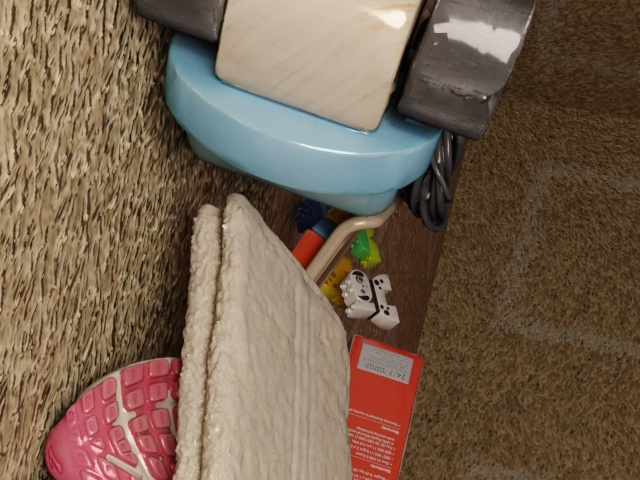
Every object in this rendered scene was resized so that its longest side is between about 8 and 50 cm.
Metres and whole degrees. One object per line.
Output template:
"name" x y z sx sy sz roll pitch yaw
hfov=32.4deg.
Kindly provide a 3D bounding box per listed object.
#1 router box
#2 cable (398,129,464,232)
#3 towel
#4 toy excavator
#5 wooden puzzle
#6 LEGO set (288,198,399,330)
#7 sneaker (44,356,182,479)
"router box" -0.002 0.309 1.222 0.335 0.082 0.301 117 -9 -58
"cable" 0.108 -0.089 0.923 0.184 0.047 0.151 -77 -172 -66
"towel" -0.036 0.122 0.741 0.187 0.049 0.282 52 28 -43
"toy excavator" 0.005 -0.130 0.870 0.445 0.222 0.433 110 1 -45
"wooden puzzle" -0.019 0.039 0.988 0.239 0.044 0.221 -49 178 17
"LEGO set" 0.000 0.000 1.167 0.087 0.093 0.227 -44 -132 42
"sneaker" -0.099 0.157 0.777 0.299 0.112 0.121 27 49 -66
